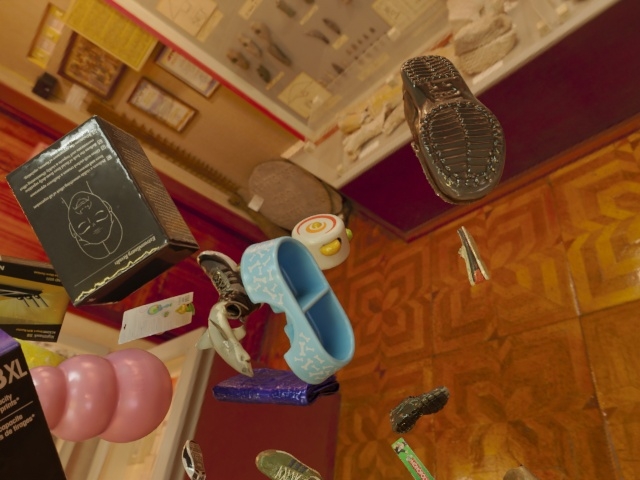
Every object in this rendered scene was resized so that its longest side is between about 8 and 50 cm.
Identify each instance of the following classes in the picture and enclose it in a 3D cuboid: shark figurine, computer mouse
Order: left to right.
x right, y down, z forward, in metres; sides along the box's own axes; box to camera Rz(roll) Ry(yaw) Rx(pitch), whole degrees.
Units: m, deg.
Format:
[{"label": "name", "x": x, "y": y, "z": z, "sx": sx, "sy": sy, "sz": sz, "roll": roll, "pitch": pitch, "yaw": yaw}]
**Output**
[{"label": "computer mouse", "x": -0.367, "y": 0.675, "z": 1.416, "sx": 0.042, "sy": 0.106, "sz": 0.193, "roll": -34, "pitch": 46, "yaw": 4}, {"label": "shark figurine", "x": -0.265, "y": 0.225, "z": 1.232, "sx": 0.116, "sy": 0.166, "sz": 0.278, "roll": -39, "pitch": 33, "yaw": 7}]

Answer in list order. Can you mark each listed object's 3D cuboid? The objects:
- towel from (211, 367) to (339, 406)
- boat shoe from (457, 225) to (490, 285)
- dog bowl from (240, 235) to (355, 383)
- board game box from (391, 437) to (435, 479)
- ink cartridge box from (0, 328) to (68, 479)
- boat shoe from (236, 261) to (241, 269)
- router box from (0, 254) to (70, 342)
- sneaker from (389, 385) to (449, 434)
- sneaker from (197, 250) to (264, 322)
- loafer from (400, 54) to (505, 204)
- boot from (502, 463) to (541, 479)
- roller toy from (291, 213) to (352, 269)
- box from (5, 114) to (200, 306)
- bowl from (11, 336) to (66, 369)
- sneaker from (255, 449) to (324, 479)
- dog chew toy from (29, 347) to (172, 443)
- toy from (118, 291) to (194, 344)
[{"label": "towel", "x": -0.124, "y": 0.414, "z": 1.394, "sx": 0.309, "sy": 0.228, "sz": 0.076, "roll": -6, "pitch": 81, "yaw": 23}, {"label": "boat shoe", "x": 0.334, "y": 0.034, "z": 1.091, "sx": 0.043, "sy": 0.049, "sz": 0.136, "roll": -30, "pitch": 66, "yaw": 30}, {"label": "dog bowl", "x": -0.033, "y": 0.124, "z": 0.925, "sx": 0.074, "sy": 0.297, "sz": 0.166, "roll": -28, "pitch": 3, "yaw": 28}, {"label": "board game box", "x": 0.350, "y": 0.772, "z": 1.484, "sx": 0.046, "sy": 0.317, "sz": 0.213, "roll": -37, "pitch": 27, "yaw": -6}, {"label": "ink cartridge box", "x": -0.409, "y": 0.244, "z": 0.552, "sx": 0.069, "sy": 0.370, "sz": 0.176, "roll": -4, "pitch": 15, "yaw": 31}, {"label": "boat shoe", "x": -0.139, "y": 0.054, "z": 1.089, "sx": 0.135, "sy": 0.045, "sz": 0.050, "roll": -16, "pitch": 25, "yaw": 49}, {"label": "router box", "x": -0.944, "y": 0.176, "z": 1.488, "sx": 0.081, "sy": 0.309, "sz": 0.242, "roll": 24, "pitch": 97, "yaw": 51}, {"label": "sneaker", "x": 0.374, "y": 0.635, "z": 1.888, "sx": 0.267, "sy": 0.101, "sz": 0.106, "roll": -36, "pitch": 25, "yaw": 8}, {"label": "sneaker", "x": -0.311, "y": 0.151, "z": 1.564, "sx": 0.101, "sy": 0.269, "sz": 0.153, "roll": -47, "pitch": 2, "yaw": 32}, {"label": "loafer", "x": 0.229, "y": -0.189, "z": 0.871, "sx": 0.134, "sy": 0.130, "sz": 0.365, "roll": -6, "pitch": 50, "yaw": 3}, {"label": "boot", "x": 0.558, "y": 0.731, "z": 1.340, "sx": 0.115, "sy": 0.113, "sz": 0.305, "roll": -128, "pitch": 27, "yaw": -52}, {"label": "roller toy", "x": 0.000, "y": 0.000, "z": 1.717, "sx": 0.191, "sy": 0.146, "sz": 0.209, "roll": -3, "pitch": 33, "yaw": 21}, {"label": "box", "x": -0.568, "y": -0.070, "z": 1.297, "sx": 0.294, "sy": 0.395, "sz": 0.212, "roll": -32, "pitch": -9, "yaw": 4}, {"label": "bowl", "x": -0.721, "y": 0.353, "z": 1.138, "sx": 0.290, "sy": 0.290, "sz": 0.155, "roll": -30, "pitch": 34, "yaw": 42}, {"label": "sneaker", "x": -0.060, "y": 0.564, "z": 1.159, "sx": 0.064, "sy": 0.192, "sz": 0.086, "roll": -60, "pitch": 21, "yaw": -9}, {"label": "dog chew toy", "x": -0.492, "y": 0.334, "z": 1.046, "sx": 0.207, "sy": 0.332, "sz": 0.206, "roll": -12, "pitch": 71, "yaw": 38}, {"label": "toy", "x": -0.512, "y": 0.257, "z": 1.549, "sx": 0.238, "sy": 0.056, "sz": 0.136, "roll": -19, "pitch": 40, "yaw": 4}]
